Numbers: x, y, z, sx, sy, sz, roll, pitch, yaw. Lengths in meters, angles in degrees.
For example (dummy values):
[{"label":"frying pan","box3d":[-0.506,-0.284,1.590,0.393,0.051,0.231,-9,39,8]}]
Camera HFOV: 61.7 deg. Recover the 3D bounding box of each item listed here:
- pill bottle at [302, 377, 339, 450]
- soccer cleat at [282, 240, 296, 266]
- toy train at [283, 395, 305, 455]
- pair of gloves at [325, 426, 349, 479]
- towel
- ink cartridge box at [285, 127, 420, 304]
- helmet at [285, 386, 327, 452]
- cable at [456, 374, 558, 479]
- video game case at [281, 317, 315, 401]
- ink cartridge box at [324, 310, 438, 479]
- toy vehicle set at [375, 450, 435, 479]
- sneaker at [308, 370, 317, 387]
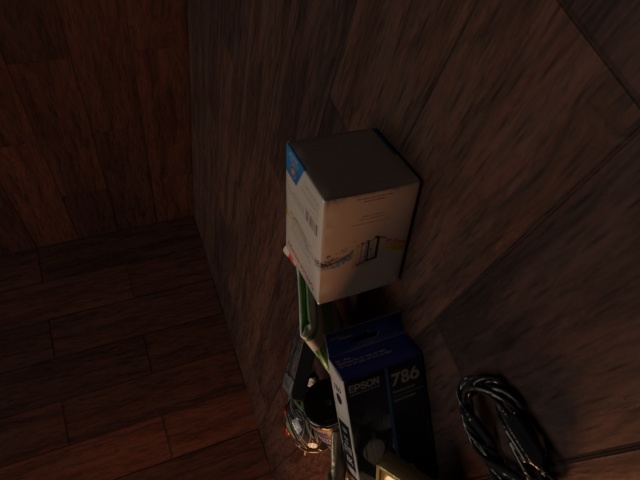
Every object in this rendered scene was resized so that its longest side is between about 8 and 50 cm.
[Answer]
[{"label":"pill bottle","box3d":[0.045,0.425,1.262,0.123,0.122,0.219,56,173,45]},{"label":"soccer cleat","box3d":[0.000,0.000,1.221,0.116,0.108,0.318,52,155,6]},{"label":"toy train","box3d":[-0.079,0.605,1.849,0.143,0.105,0.248,-113,18,-56]},{"label":"pair of gloves","box3d":[0.052,0.475,1.070,0.240,0.042,0.204,53,-136,-68]},{"label":"towel","box3d":[0.025,0.210,1.103,0.248,0.038,0.325,-98,-14,-54]},{"label":"ink cartridge box","box3d":[0.043,-0.042,0.930,0.233,0.168,0.171,95,155,-42]},{"label":"helmet","box3d":[-0.022,0.500,1.507,0.161,0.169,0.170,108,147,-86]},{"label":"cable","box3d":[0.254,0.276,0.758,0.151,0.047,0.184,92,154,-50]},{"label":"video game case","box3d":[-0.038,0.240,1.317,0.248,0.035,0.275,133,152,-78]},{"label":"ink cartridge box","box3d":[0.114,0.310,0.980,0.065,0.165,0.333,-162,59,-67]},{"label":"toy vehicle set","box3d":[0.204,0.471,0.854,0.266,0.035,0.166,23,128,34]},{"label":"sneaker","box3d":[-0.034,0.433,1.691,0.098,0.038,0.069,-4,98,61]}]
